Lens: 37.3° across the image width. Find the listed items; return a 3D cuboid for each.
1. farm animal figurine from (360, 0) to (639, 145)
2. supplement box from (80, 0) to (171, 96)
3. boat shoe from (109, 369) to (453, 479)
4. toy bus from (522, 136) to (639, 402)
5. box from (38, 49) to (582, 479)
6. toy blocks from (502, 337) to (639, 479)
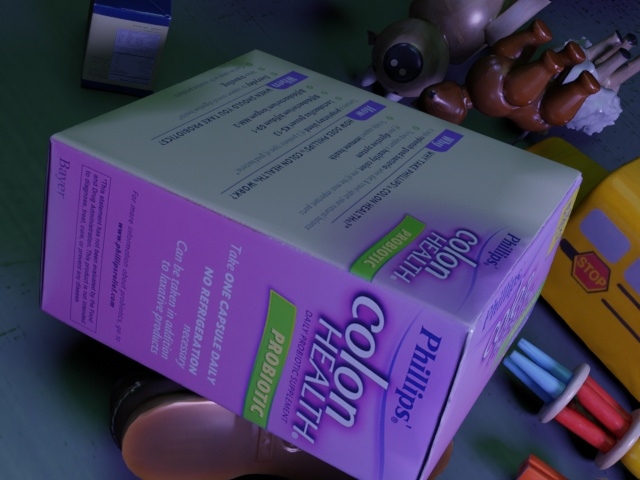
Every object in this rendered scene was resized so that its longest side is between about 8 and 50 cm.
[{"bbox_3d":[0.096,-0.210,0.806,0.327,0.172,0.330,-18,74,-53],"label":"farm animal figurine"},{"bbox_3d":[-0.148,-0.170,0.727,0.056,0.083,0.083,8,51,-17],"label":"supplement box"},{"bbox_3d":[-0.022,0.107,0.571,0.207,0.073,0.073,12,10,-21],"label":"boat shoe"},{"bbox_3d":[0.266,0.048,0.695,0.108,0.130,0.332,-25,67,-35],"label":"toy bus"},{"bbox_3d":[0.000,0.000,0.564,0.243,0.117,0.213,23,32,18],"label":"box"},{"bbox_3d":[0.171,0.142,0.633,0.148,0.054,0.123,39,49,10],"label":"toy blocks"}]
